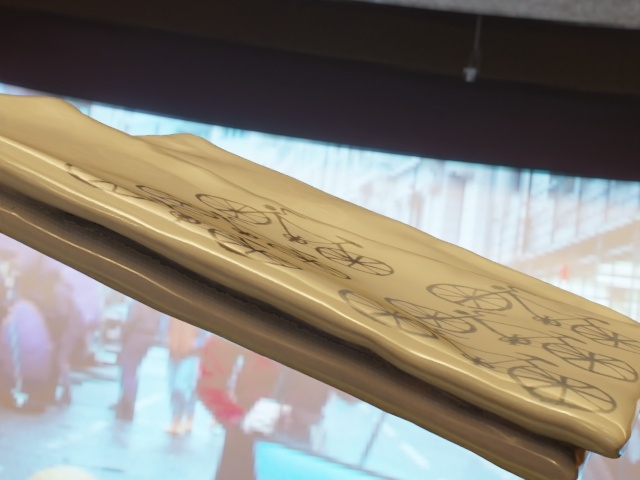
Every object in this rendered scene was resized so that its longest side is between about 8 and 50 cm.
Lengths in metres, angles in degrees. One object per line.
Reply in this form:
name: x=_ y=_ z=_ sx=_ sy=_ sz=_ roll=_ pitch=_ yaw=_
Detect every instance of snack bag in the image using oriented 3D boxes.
snack bag: x=0.000 y=0.000 z=0.545 sx=0.323 sy=0.037 sz=0.342 roll=23 pitch=8 yaw=20
